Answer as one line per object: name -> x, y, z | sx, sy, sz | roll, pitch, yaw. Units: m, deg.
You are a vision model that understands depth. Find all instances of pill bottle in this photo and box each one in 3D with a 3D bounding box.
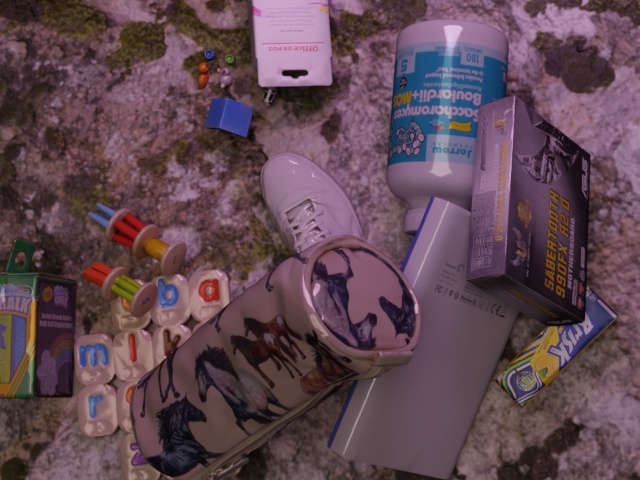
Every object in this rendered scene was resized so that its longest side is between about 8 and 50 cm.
pill bottle -> 0.161, -0.137, 1.409 | 0.146, 0.146, 0.264 | 3, 84, 11

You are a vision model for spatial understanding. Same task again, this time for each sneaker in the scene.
sneaker -> 0.000, 0.000, 1.413 | 0.108, 0.169, 0.293 | -33, 78, 7

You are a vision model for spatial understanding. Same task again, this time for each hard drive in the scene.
hard drive -> 0.147, 0.127, 1.353 | 0.040, 0.210, 0.319 | 23, 91, 47

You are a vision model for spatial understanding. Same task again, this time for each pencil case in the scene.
pencil case -> -0.060, 0.153, 1.299 | 0.410, 0.159, 0.184 | -39, 67, 39

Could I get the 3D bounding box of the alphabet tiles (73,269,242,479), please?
alphabet tiles -> -0.196, 0.186, 1.503 | 0.284, 0.021, 0.278 | -7, 83, 10

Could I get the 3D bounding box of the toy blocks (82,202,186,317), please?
toy blocks -> -0.274, 0.021, 1.506 | 0.148, 0.054, 0.123 | 29, 75, 22

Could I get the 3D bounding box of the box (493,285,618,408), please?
box -> 0.297, 0.135, 1.397 | 0.169, 0.059, 0.054 | -45, 79, 3

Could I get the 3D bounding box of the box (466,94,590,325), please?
box -> 0.256, -0.033, 1.336 | 0.056, 0.183, 0.231 | -12, 61, 40

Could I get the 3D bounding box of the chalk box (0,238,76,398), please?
chalk box -> -0.417, 0.107, 1.497 | 0.132, 0.132, 0.213 | -2, 82, 10

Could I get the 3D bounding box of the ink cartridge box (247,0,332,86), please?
ink cartridge box -> -0.043, -0.288, 1.493 | 0.104, 0.061, 0.181 | -2, 82, -9

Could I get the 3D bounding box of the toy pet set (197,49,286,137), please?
toy pet set -> -0.123, -0.203, 1.511 | 0.122, 0.065, 0.114 | 14, 86, 12
